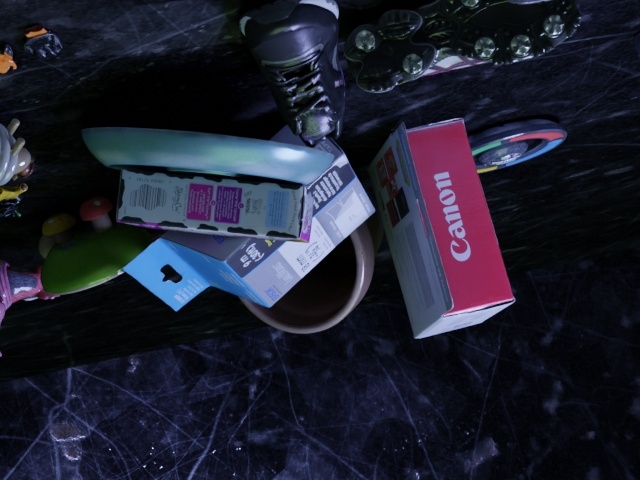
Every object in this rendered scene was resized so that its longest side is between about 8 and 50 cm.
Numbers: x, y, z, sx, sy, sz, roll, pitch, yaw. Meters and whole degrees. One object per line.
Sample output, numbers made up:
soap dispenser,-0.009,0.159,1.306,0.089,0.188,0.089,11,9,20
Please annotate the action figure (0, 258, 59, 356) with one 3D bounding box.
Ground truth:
action figure,-0.603,0.085,2.043,0.370,0.248,0.275,-18,137,-7

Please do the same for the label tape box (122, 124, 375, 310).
label tape box,-0.093,-0.003,1.862,0.334,0.106,0.240,-42,158,-2

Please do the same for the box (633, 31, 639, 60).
box,0.604,-0.200,1.682,0.179,0.312,0.343,-11,169,-17

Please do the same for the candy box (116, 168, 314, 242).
candy box,-0.130,-0.042,1.658,0.234,0.071,0.159,5,178,5

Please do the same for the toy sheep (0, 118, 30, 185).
toy sheep,-0.394,-0.102,1.472,0.132,0.091,0.091,12,154,-38

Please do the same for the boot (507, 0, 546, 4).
boot,0.302,-0.317,1.313,0.247,0.083,0.161,-13,164,-13

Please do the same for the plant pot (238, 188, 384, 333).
plant pot,0.000,0.000,2.172,0.263,0.263,0.229,-21,-175,30

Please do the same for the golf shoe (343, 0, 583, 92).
golf shoe,0.162,-0.247,1.489,0.273,0.105,0.120,-12,-172,8

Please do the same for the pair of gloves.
pair of gloves,-0.305,-0.194,1.301,0.083,0.010,0.074,-18,168,4

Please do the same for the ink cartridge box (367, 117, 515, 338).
ink cartridge box,0.196,-0.022,2.059,0.130,0.309,0.272,-13,170,-11

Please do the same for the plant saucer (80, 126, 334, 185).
plant saucer,-0.142,-0.101,1.613,0.318,0.043,0.317,6,179,0

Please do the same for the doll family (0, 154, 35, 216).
doll family,-0.447,-0.057,1.674,0.193,0.076,0.111,-14,175,25

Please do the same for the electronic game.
electronic game,0.317,-0.157,2.235,0.229,0.048,0.229,-14,169,-3

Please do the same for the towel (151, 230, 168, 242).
towel,-0.326,0.026,2.149,0.199,0.031,0.275,-20,-176,2

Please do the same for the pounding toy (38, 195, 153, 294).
pounding toy,-0.365,-0.014,1.988,0.183,0.110,0.237,-23,-161,-7

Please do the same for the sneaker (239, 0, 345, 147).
sneaker,-0.011,-0.183,1.445,0.107,0.124,0.283,-16,169,7
